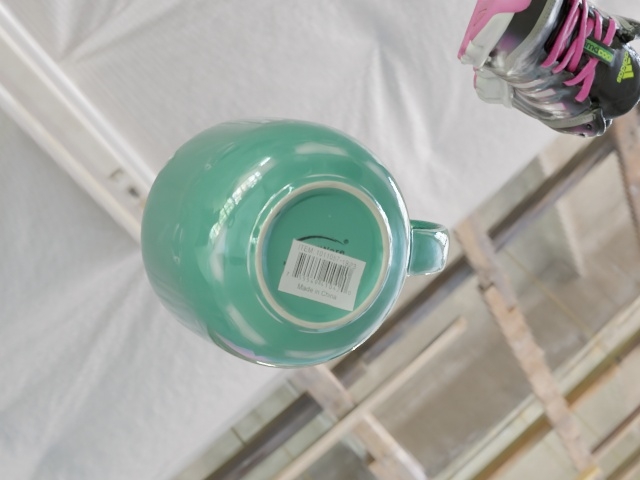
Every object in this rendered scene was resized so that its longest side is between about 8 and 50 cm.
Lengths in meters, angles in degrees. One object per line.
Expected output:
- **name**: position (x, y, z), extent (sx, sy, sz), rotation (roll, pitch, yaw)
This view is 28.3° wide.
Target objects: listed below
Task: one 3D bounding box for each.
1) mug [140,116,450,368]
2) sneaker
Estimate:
- **mug**: position (-0.007, -0.005, 0.665), extent (0.157, 0.097, 0.129), rotation (-32, -71, -17)
- **sneaker**: position (0.105, -0.084, 0.543), extent (0.170, 0.074, 0.063), rotation (36, -104, -77)
